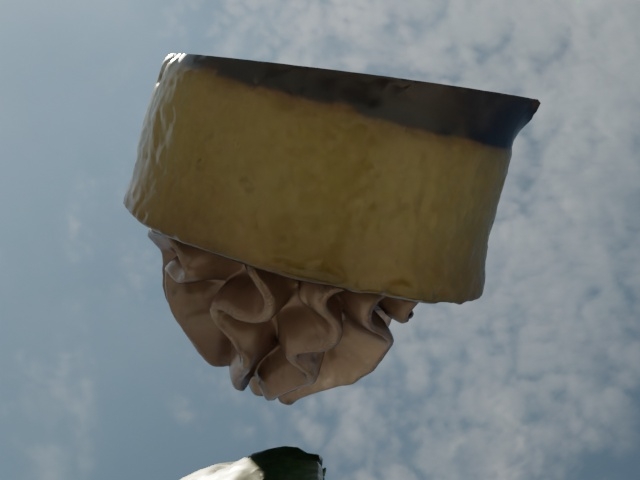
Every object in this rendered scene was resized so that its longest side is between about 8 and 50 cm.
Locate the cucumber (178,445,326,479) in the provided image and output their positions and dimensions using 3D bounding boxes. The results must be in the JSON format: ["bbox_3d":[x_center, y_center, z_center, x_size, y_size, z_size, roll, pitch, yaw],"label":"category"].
[{"bbox_3d":[-0.065,0.154,0.318,0.105,0.325,0.145,14,-64,5],"label":"cucumber"}]

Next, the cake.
[{"bbox_3d":[0.000,0.000,0.600,0.208,0.185,0.178,7,-85,21],"label":"cake"}]
